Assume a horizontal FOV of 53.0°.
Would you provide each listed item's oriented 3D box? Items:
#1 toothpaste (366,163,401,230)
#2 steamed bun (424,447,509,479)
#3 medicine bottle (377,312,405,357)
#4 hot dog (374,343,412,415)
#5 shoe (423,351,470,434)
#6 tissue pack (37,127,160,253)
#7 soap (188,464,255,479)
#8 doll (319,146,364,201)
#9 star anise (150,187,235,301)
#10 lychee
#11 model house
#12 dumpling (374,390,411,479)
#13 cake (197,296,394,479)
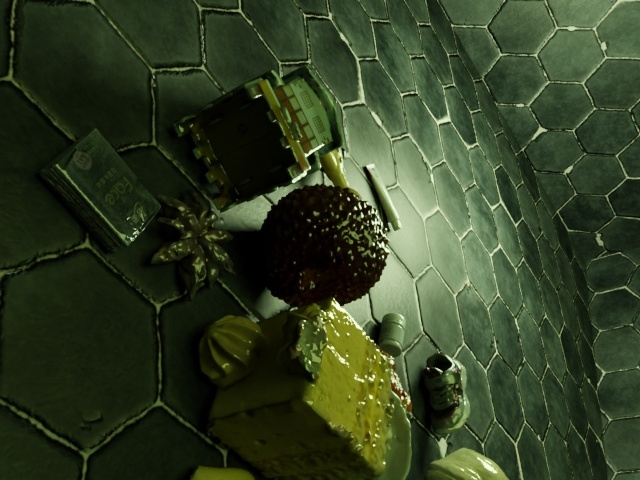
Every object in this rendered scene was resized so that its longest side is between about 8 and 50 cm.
[{"bbox_3d":[0.171,-0.116,1.723,0.048,0.031,0.190,-24,90,-55],"label":"toothpaste"},{"bbox_3d":[0.302,0.593,1.340,0.203,0.276,0.289,25,78,-35],"label":"steamed bun"},{"bbox_3d":[0.167,0.222,1.505,0.058,0.058,0.091,49,38,-30],"label":"medicine bottle"},{"bbox_3d":[0.139,0.294,1.370,0.108,0.059,0.191,37,17,-34],"label":"hot dog"},{"bbox_3d":[0.307,0.364,1.595,0.125,0.099,0.227,59,28,-32],"label":"shoe"},{"bbox_3d":[-0.319,-0.073,0.944,0.156,0.051,0.112,54,34,-23],"label":"tissue pack"},{"bbox_3d":[-0.153,0.382,0.964,0.168,0.033,0.089,35,44,-43],"label":"soap"},{"bbox_3d":[0.042,-0.128,1.483,0.117,0.086,0.291,-19,88,-76],"label":"doll"},{"bbox_3d":[-0.210,-0.003,1.059,0.195,0.065,0.182,-37,104,-52],"label":"star anise"},{"bbox_3d":[0.000,0.000,1.216,0.271,0.271,0.271,32,48,-45],"label":"lychee"},{"bbox_3d":[-0.104,-0.191,1.169,0.198,0.224,0.215,62,34,-12],"label":"model house"},{"bbox_3d":[0.106,0.375,1.230,0.126,0.166,0.215,42,49,-39],"label":"dumpling"},{"bbox_3d":[-0.044,0.232,1.031,0.286,0.227,0.222,51,33,-31],"label":"cake"}]
